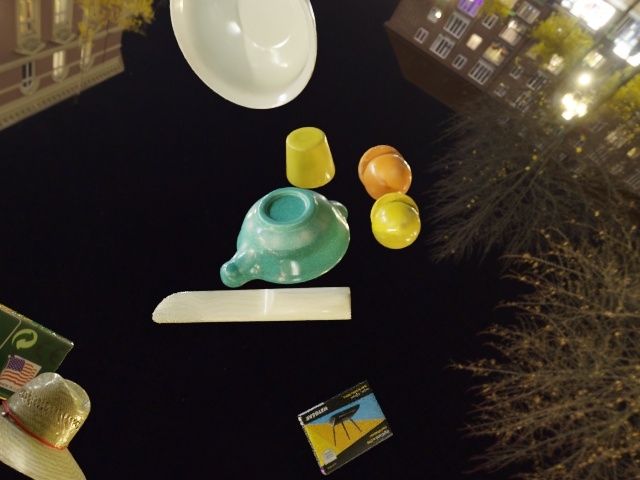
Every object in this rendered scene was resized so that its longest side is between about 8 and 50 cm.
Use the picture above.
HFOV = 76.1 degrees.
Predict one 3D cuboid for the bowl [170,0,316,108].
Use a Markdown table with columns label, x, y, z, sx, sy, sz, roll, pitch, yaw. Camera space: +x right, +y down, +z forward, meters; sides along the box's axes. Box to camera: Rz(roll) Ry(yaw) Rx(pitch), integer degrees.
| label | x | y | z | sx | sy | sz | roll | pitch | yaw |
| --- | --- | --- | --- | --- | --- | --- | --- | --- | --- |
| bowl | -0.131 | -0.430 | 0.813 | 0.298 | 0.298 | 0.134 | 29 | -131 | -9 |

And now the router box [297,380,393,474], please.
| label | x | y | z | sx | sy | sz | roll | pitch | yaw |
| --- | --- | --- | --- | --- | --- | --- | --- | --- | --- |
| router box | 0.056 | 0.423 | 0.937 | 0.179 | 0.046 | 0.133 | -21 | -107 | -21 |

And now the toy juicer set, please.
| label | x | y | z | sx | sy | sz | roll | pitch | yaw |
| --- | --- | --- | --- | --- | --- | --- | --- | --- | --- |
| toy juicer set | 0.000 | 0.000 | 0.468 | 0.210 | 0.089 | 0.328 | 14 | -130 | 19 |

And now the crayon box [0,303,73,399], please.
| label | x | y | z | sx | sy | sz | roll | pitch | yaw |
| --- | --- | --- | --- | --- | --- | --- | --- | --- | --- |
| crayon box | -0.465 | 0.086 | 0.474 | 0.202 | 0.319 | 0.081 | 53 | -131 | -41 |

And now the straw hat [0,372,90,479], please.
| label | x | y | z | sx | sy | sz | roll | pitch | yaw |
| --- | --- | --- | --- | --- | --- | --- | --- | --- | --- |
| straw hat | -0.249 | 0.157 | 0.372 | 0.145 | 0.144 | 0.061 | 35 | -117 | -1 |
